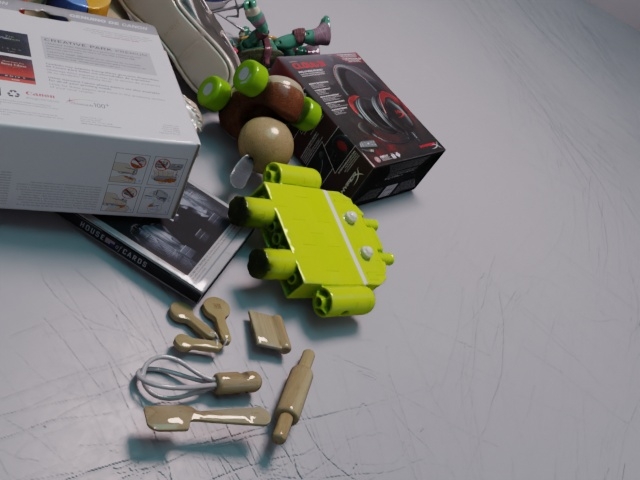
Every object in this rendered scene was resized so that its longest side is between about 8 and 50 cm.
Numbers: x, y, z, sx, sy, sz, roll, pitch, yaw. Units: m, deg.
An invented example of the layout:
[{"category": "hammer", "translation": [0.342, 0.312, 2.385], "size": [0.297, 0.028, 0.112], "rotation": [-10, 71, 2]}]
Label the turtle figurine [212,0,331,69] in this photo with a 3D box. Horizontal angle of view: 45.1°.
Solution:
[{"category": "turtle figurine", "translation": [-0.107, -0.360, 1.383], "size": [0.234, 0.175, 0.118], "rotation": [-3, 94, -19]}]

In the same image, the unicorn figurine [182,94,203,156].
[{"category": "unicorn figurine", "translation": [-0.237, -0.213, 1.163], "size": [0.111, 0.060, 0.161], "rotation": [9, 45, -31]}]

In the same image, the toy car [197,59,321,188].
[{"category": "toy car", "translation": [-0.096, -0.148, 1.169], "size": [0.155, 0.149, 0.188], "rotation": [26, 60, -46]}]

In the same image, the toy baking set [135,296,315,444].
[{"category": "toy baking set", "translation": [-0.106, 0.158, 0.899], "size": [0.197, 0.030, 0.256], "rotation": [24, 31, -6]}]

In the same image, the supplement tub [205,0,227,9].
[{"category": "supplement tub", "translation": [-0.206, -0.609, 1.398], "size": [0.228, 0.316, 0.228], "rotation": [22, 39, -19]}]

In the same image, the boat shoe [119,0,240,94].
[{"category": "boat shoe", "translation": [-0.239, -0.368, 1.266], "size": [0.335, 0.112, 0.095], "rotation": [57, 11, 2]}]

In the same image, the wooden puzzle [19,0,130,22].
[{"category": "wooden puzzle", "translation": [-0.457, -0.415, 1.187], "size": [0.348, 0.080, 0.322], "rotation": [1, 49, -38]}]

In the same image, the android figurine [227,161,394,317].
[{"category": "android figurine", "translation": [0.000, 0.000, 1.099], "size": [0.273, 0.056, 0.248], "rotation": [5, 54, -43]}]

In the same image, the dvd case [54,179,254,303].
[{"category": "dvd case", "translation": [-0.219, -0.036, 1.007], "size": [0.239, 0.029, 0.179], "rotation": [33, 36, -2]}]

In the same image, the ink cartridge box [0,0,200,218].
[{"category": "ink cartridge box", "translation": [-0.336, -0.169, 0.943], "size": [0.310, 0.130, 0.271], "rotation": [3, 43, -29]}]

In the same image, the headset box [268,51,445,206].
[{"category": "headset box", "translation": [0.040, -0.209, 1.338], "size": [0.218, 0.110, 0.293], "rotation": [-17, 62, -47]}]
